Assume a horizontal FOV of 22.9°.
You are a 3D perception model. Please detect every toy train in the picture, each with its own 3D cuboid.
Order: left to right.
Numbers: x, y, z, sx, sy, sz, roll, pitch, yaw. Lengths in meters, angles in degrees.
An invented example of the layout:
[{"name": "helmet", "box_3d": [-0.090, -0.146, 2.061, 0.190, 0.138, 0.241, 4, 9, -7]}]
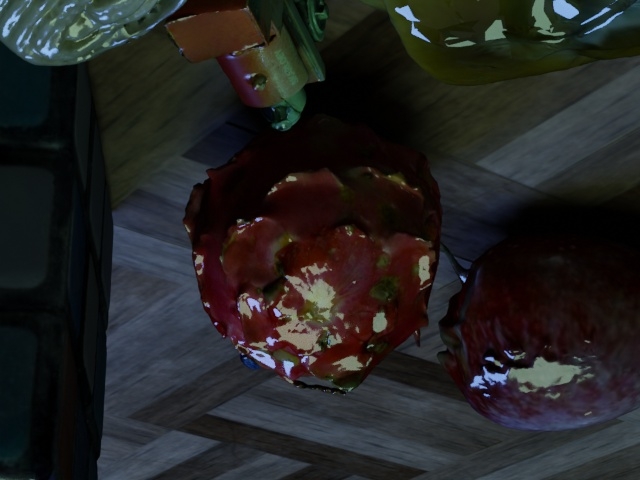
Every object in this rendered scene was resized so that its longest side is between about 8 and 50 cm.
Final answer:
[{"name": "toy train", "box_3d": [-0.044, -0.141, 1.015, 0.074, 0.118, 0.176, -5, 150, 14]}]

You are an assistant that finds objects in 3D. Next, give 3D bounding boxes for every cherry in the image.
[{"name": "cherry", "box_3d": [0.224, 0.074, 1.380, 0.249, 0.175, 0.192, -5, 141, 5]}]

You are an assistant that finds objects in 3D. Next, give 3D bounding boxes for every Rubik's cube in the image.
[{"name": "Rubik's cube", "box_3d": [-0.333, 0.058, 1.144, 0.358, 0.363, 0.362, 2, 151, 0]}]

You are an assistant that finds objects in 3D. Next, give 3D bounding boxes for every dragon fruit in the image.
[{"name": "dragon fruit", "box_3d": [0.000, 0.000, 1.217, 0.210, 0.205, 0.268, 24, -168, 8]}]

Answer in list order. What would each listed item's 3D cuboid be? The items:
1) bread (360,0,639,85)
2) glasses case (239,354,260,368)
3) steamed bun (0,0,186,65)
[{"name": "bread", "box_3d": [0.138, -0.199, 0.814, 0.341, 0.210, 0.300, -4, 150, 8]}, {"name": "glasses case", "box_3d": [-0.042, 0.109, 1.598, 0.083, 0.023, 0.033, -15, 144, 23]}, {"name": "steamed bun", "box_3d": [-0.129, -0.226, 0.833, 0.218, 0.144, 0.211, 44, 129, -13]}]
